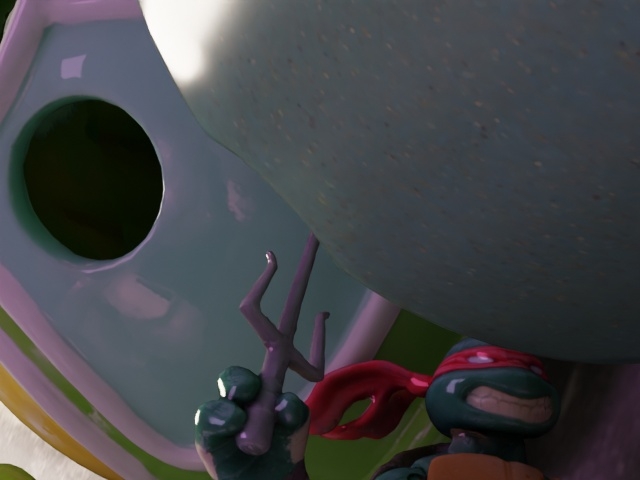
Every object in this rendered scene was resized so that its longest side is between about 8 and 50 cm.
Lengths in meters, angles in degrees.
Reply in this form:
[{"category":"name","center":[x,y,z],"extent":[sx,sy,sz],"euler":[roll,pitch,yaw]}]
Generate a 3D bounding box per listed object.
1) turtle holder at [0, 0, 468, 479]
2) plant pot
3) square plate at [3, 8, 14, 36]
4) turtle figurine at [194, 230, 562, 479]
[{"category":"turtle holder","center":[-0.044,-0.005,0.706],"extent":[0.320,0.227,0.243],"euler":[-48,32,39]},{"category":"plant pot","center":[0.121,-0.136,0.376],"extent":[0.334,0.341,0.341],"euler":[139,145,-60]},{"category":"square plate","center":[-0.117,-0.191,1.094],"extent":[0.347,0.049,0.344],"euler":[-69,4,-65]},{"category":"turtle figurine","center":[0.051,0.101,0.530],"extent":[0.118,0.175,0.234],"euler":[93,179,-66]}]
